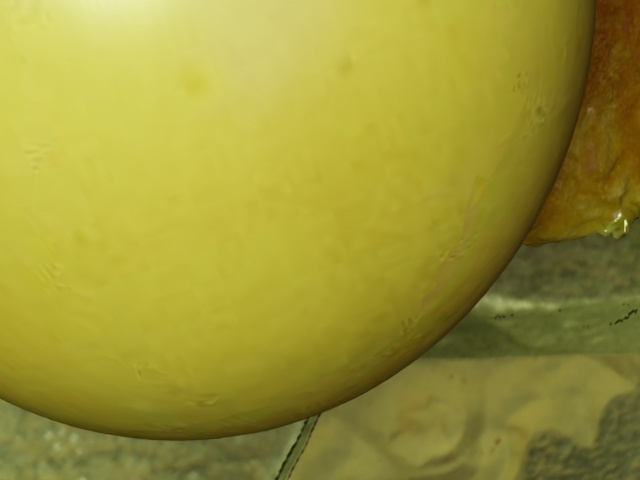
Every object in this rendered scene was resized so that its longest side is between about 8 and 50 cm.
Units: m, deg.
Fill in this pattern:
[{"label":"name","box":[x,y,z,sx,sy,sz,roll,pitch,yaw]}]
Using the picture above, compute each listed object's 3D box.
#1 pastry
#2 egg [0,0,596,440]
[{"label":"pastry","box":[0.116,-0.095,0.829,0.218,0.100,0.229,39,84,-36]},{"label":"egg","box":[-0.060,-0.110,0.612,0.301,0.301,0.374,-27,119,-16]}]
